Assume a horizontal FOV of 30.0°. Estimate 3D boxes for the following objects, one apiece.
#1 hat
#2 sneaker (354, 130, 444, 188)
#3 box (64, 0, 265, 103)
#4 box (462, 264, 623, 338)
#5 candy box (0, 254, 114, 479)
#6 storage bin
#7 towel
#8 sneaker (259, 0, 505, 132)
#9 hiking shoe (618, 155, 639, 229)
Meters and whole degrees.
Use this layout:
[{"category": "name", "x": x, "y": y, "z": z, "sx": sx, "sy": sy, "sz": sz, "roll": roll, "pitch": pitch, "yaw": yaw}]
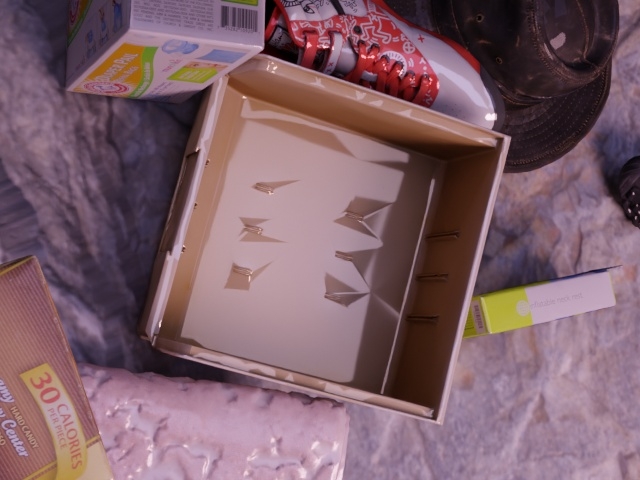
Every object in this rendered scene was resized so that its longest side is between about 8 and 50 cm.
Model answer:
[{"category": "hat", "x": 0.209, "y": -0.240, "z": 1.217, "sx": 0.331, "sy": 0.134, "sz": 0.331, "roll": 3, "pitch": 83, "yaw": -27}, {"category": "sneaker", "x": 0.091, "y": -0.095, "z": 1.186, "sx": 0.170, "sy": 0.051, "sz": 0.089, "roll": 8, "pitch": 84, "yaw": -23}, {"category": "box", "x": -0.135, "y": -0.189, "z": 0.996, "sx": 0.114, "sy": 0.203, "sz": 0.103, "roll": 4, "pitch": 82, "yaw": -25}, {"category": "box", "x": 0.206, "y": 0.064, "z": 1.193, "sx": 0.178, "sy": 0.109, "sz": 0.042, "roll": -9, "pitch": 84, "yaw": -27}, {"category": "candy box", "x": -0.332, "y": 0.148, "z": 0.880, "sx": 0.316, "sy": 0.087, "sz": 0.183, "roll": -20, "pitch": 89, "yaw": -13}, {"category": "storage bin", "x": 0.000, "y": 0.000, "z": 1.062, "sx": 0.260, "sy": 0.123, "sz": 0.262, "roll": 17, "pitch": 83, "yaw": -17}, {"category": "towel", "x": -0.156, "y": 0.265, "z": 0.980, "sx": 0.331, "sy": 0.053, "sz": 0.317, "roll": 10, "pitch": 81, "yaw": -14}, {"category": "sneaker", "x": 0.035, "y": -0.163, "z": 1.097, "sx": 0.270, "sy": 0.090, "sz": 0.145, "roll": 44, "pitch": 46, "yaw": 6}, {"category": "hiking shoe", "x": 0.421, "y": -0.055, "z": 1.343, "sx": 0.227, "sy": 0.086, "sz": 0.114, "roll": 26, "pitch": 60, "yaw": -28}]
